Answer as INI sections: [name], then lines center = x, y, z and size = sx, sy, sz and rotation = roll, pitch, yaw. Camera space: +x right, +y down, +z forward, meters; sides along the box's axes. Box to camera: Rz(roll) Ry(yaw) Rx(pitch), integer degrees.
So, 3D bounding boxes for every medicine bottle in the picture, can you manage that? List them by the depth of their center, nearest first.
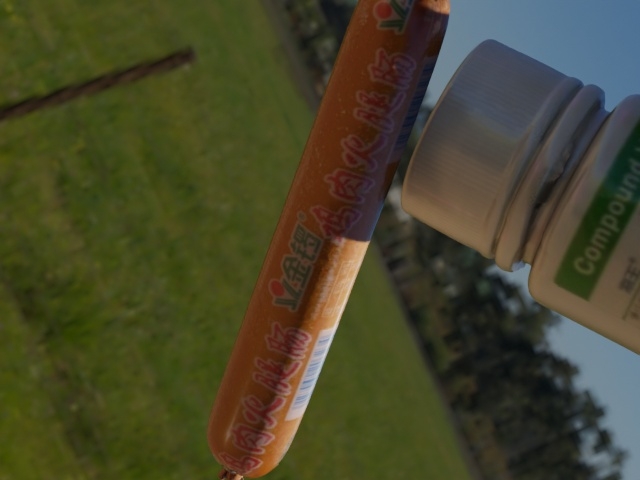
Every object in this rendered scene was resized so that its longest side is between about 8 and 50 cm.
[medicine bottle]
center = 0.174, -0.015, 0.983
size = 0.237, 0.139, 0.139
rotation = 29, -4, 13

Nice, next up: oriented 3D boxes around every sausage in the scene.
[sausage]
center = 0.000, 0.000, 0.956
size = 0.053, 0.053, 0.348
rotation = -108, -147, -58
